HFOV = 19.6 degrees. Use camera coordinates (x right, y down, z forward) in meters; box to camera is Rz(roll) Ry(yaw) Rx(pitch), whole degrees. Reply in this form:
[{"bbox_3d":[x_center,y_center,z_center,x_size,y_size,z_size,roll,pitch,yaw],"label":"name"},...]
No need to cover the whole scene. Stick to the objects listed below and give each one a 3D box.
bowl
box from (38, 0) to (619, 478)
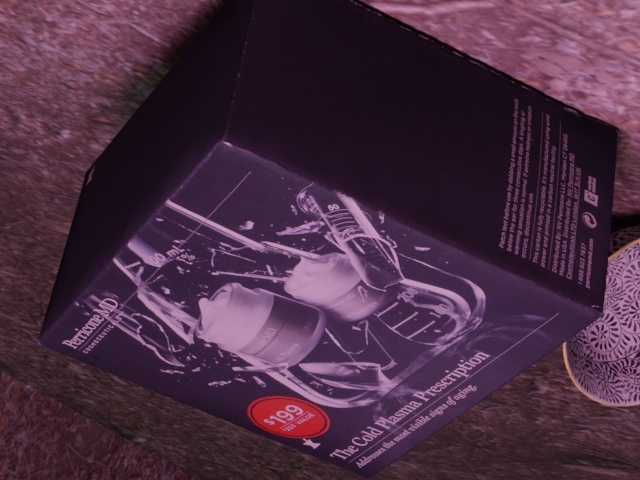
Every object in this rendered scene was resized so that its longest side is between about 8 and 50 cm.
[{"bbox_3d":[0.262,0.049,1.577,0.170,0.170,0.080,30,-169,-35],"label":"bowl"},{"bbox_3d":[0.000,0.000,1.427,0.312,0.179,0.343,25,143,-18],"label":"box"}]
